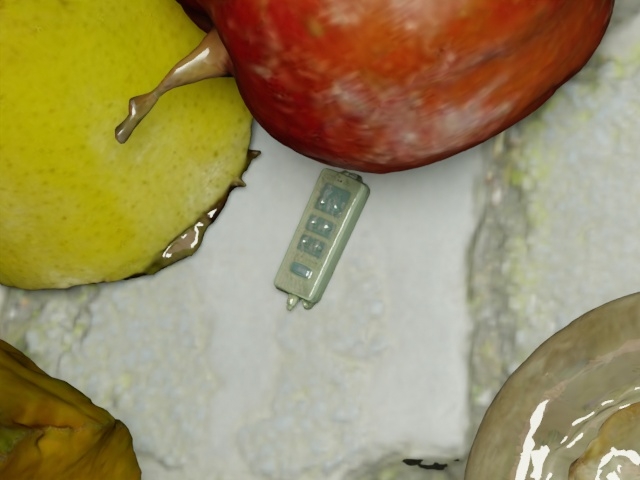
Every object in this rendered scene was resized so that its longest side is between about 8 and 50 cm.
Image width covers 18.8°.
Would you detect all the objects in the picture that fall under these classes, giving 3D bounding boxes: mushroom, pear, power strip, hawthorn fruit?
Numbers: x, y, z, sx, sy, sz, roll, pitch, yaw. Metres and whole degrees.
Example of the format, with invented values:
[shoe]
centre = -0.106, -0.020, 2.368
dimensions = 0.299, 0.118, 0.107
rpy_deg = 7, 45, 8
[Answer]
[mushroom]
centre = 0.160, 0.119, 0.880
dimensions = 0.204, 0.204, 0.204
rpy_deg = -3, 78, 16
[pear]
centre = -0.166, -0.113, 1.038
dimensions = 0.267, 0.178, 0.267
rpy_deg = -5, 77, 20
[power strip]
centre = 0.000, 0.000, 1.047
dimensions = 0.027, 0.017, 0.083
rpy_deg = 22, 84, 21
[hawthorn fruit]
centre = 0.006, -0.134, 0.962
dimensions = 0.271, 0.242, 0.242
rpy_deg = -42, 71, 7

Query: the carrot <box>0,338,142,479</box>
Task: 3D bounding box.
[carrot]
centre = -0.266, 0.123, 0.986
dimensions = 0.340, 0.241, 0.241
rpy_deg = 27, 87, 17
